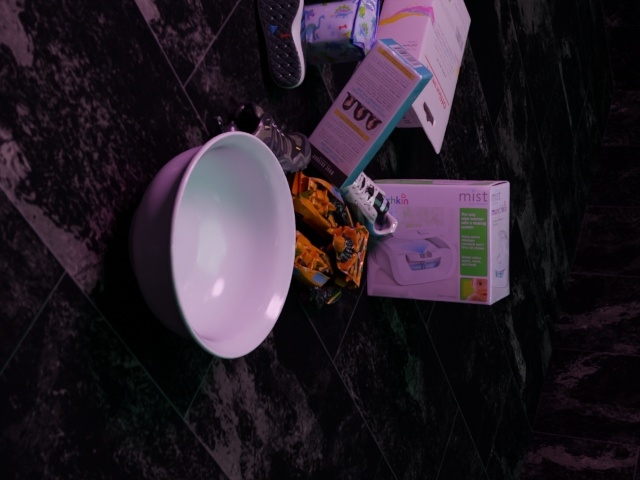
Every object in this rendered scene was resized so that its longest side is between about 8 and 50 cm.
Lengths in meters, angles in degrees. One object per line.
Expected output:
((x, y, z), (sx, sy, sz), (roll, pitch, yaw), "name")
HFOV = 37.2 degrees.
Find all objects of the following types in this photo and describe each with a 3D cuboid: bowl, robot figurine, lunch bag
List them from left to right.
((-0.161, 0.004, 1.266), (0.298, 0.134, 0.298), (-9, 100, -62), "bowl")
((0.000, 0.000, 1.622), (0.291, 0.085, 0.211), (34, 63, -58), "robot figurine")
((0.027, -0.381, 1.593), (0.096, 0.128, 0.151), (42, 57, -56), "lunch bag")

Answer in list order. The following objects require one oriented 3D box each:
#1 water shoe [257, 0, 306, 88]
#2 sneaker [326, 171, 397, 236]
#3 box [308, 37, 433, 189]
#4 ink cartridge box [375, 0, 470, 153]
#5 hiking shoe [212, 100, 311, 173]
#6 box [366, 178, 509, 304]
((-0.059, -0.347, 1.518), (0.080, 0.073, 0.203), (-67, 158, -74), "water shoe")
((0.078, -0.090, 1.764), (0.237, 0.086, 0.085), (54, 48, -48), "sneaker")
((0.074, -0.210, 1.586), (0.244, 0.100, 0.060), (-53, 167, 27), "box")
((0.195, -0.370, 1.920), (0.207, 0.119, 0.353), (52, 47, -52), "ink cartridge box")
((-0.083, -0.157, 1.449), (0.227, 0.086, 0.114), (-27, 119, -58), "hiking shoe")
((0.232, -0.004, 1.875), (0.127, 0.262, 0.231), (-17, 108, -61), "box")
